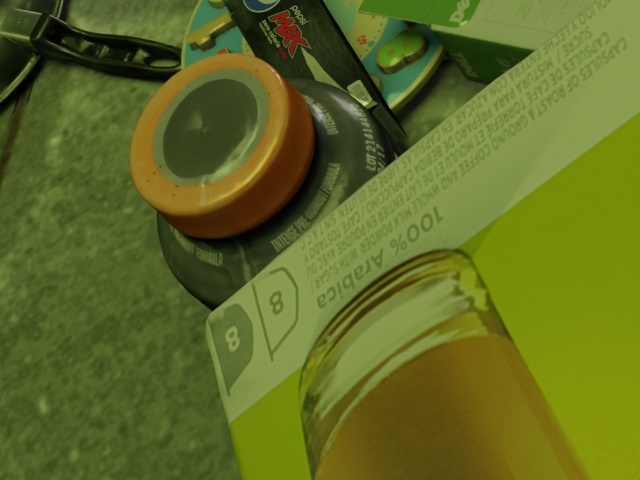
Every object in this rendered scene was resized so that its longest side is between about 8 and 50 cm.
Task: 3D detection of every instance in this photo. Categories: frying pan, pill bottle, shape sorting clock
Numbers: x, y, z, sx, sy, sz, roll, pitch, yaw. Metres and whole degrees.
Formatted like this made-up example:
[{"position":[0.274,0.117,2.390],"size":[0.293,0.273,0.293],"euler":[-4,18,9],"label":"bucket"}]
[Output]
[{"position":[-0.256,-0.143,1.102],"size":[0.197,0.053,0.326],"euler":[-49,49,-1],"label":"frying pan"},{"position":[0.000,0.000,0.748],"size":[0.130,0.246,0.130],"euler":[-14,58,23],"label":"pill bottle"},{"position":[-0.004,-0.149,0.962],"size":[0.206,0.040,0.206],"euler":[-13,59,23],"label":"shape sorting clock"}]

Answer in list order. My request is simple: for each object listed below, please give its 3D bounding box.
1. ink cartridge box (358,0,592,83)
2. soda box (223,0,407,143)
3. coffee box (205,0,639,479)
[{"position":[0.140,-0.150,0.868],"size":[0.209,0.062,0.109],"euler":[17,74,35],"label":"ink cartridge box"},{"position":[-0.012,-0.123,0.897],"size":[0.053,0.060,0.169],"euler":[-33,63,8],"label":"soda box"},{"position":[0.225,0.109,0.439],"size":[0.338,0.338,0.334],"euler":[-39,52,32],"label":"coffee box"}]
